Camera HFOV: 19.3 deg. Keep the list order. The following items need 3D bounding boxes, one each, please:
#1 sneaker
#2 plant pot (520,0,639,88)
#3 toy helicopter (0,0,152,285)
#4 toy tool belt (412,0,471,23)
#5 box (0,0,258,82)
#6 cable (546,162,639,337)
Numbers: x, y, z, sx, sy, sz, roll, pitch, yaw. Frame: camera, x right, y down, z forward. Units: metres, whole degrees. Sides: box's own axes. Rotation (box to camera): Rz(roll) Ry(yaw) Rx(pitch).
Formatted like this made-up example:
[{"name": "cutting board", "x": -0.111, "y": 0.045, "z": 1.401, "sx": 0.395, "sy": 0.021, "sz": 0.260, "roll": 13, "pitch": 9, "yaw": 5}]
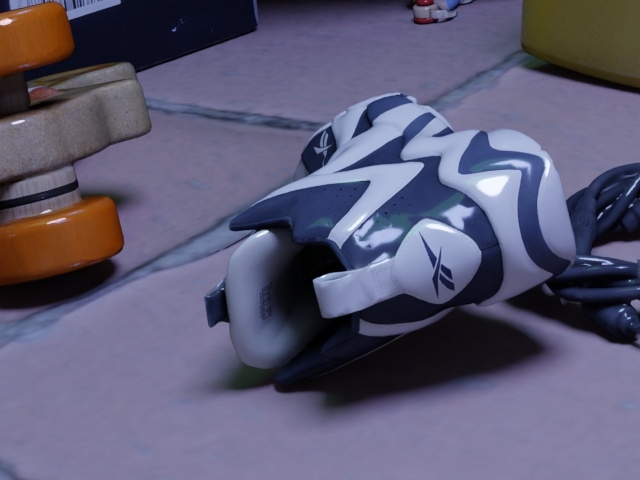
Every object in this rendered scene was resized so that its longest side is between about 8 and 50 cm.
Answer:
[{"name": "sneaker", "x": 0.000, "y": 0.000, "z": 0.901, "sx": 0.153, "sy": 0.094, "sz": 0.235, "roll": -21, "pitch": 21, "yaw": -21}, {"name": "plant pot", "x": 0.272, "y": -0.201, "z": 1.196, "sx": 0.212, "sy": 0.212, "sz": 0.187, "roll": -18, "pitch": 36, "yaw": -25}, {"name": "toy helicopter", "x": -0.207, "y": -0.061, "z": 1.140, "sx": 0.235, "sy": 0.140, "sz": 0.355, "roll": -12, "pitch": 9, "yaw": 15}, {"name": "toy tool belt", "x": 0.089, "y": -0.202, "z": 1.444, "sx": 0.052, "sy": 0.051, "sz": 0.083, "roll": 2, "pitch": 24, "yaw": 24}, {"name": "box", "x": -0.280, "y": -0.219, "z": 1.442, "sx": 0.343, "sy": 0.179, "sz": 0.312, "roll": -24, "pitch": 28, "yaw": -36}, {"name": "cable", "x": 0.182, "y": -0.005, "z": 0.933, "sx": 0.184, "sy": 0.047, "sz": 0.150, "roll": -25, "pitch": 22, "yaw": -29}]
